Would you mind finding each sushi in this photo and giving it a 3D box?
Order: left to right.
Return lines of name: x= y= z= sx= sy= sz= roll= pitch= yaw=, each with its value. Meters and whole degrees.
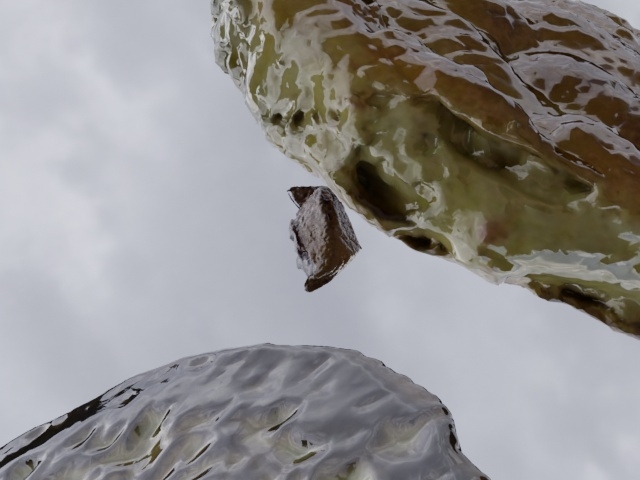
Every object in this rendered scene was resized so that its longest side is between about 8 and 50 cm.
sushi: x=0.000 y=0.000 z=1.349 sx=0.050 sy=0.047 sz=0.099 roll=49 pitch=-160 yaw=-34

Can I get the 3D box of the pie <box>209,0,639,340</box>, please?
pie: x=0.108 y=-0.055 z=0.846 sx=0.339 sy=0.339 sz=0.083 roll=3 pitch=-61 yaw=-46

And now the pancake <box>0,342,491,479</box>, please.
pancake: x=-0.047 y=0.085 z=0.327 sx=0.020 sy=0.184 sz=0.190 roll=56 pitch=-157 yaw=-26
